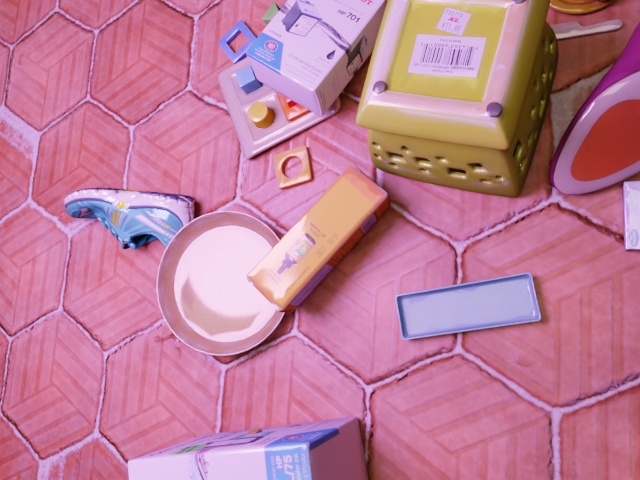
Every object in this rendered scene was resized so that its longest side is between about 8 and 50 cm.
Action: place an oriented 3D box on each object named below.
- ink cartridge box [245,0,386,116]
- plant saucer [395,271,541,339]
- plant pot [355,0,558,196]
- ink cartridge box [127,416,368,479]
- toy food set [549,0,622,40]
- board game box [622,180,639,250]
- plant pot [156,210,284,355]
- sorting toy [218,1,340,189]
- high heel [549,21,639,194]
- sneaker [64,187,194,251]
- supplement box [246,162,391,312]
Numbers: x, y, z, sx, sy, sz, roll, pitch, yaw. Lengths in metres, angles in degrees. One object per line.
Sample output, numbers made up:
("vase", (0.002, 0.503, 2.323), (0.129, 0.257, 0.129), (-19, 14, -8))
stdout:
("ink cartridge box", (-0.003, -0.316, 0.833), (0.139, 0.082, 0.191), (33, 82, 17))
("plant saucer", (0.204, 0.094, 0.744), (0.192, 0.018, 0.067), (-13, 77, 21))
("plant pot", (0.180, -0.205, 0.701), (0.228, 0.207, 0.227), (15, 87, 22))
("ink cartridge box", (-0.087, 0.369, 0.717), (0.270, 0.198, 0.197), (-14, 77, 19))
("toy food set", (0.368, -0.395, 0.729), (0.128, 0.071, 0.218), (6, 84, 23))
("board game box", (0.437, -0.032, 0.668), (0.090, 0.020, 0.090), (0, 82, 21))
("plant pot", (-0.158, 0.069, 0.871), (0.236, 0.032, 0.236), (-2, 82, 12))
("sorting toy", (-0.081, -0.258, 0.901), (0.196, 0.047, 0.348), (-26, 73, 16))
("high heel", (0.437, -0.227, 0.687), (0.127, 0.181, 0.377), (37, 115, -10))
("sneaker", (-0.354, -0.039, 0.950), (0.275, 0.107, 0.110), (7, 93, 23))
("supplement box", (0.000, 0.000, 0.792), (0.078, 0.080, 0.233), (44, 90, 14))
